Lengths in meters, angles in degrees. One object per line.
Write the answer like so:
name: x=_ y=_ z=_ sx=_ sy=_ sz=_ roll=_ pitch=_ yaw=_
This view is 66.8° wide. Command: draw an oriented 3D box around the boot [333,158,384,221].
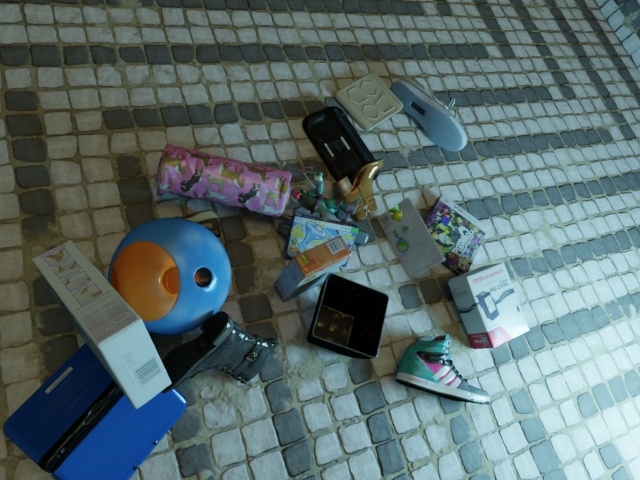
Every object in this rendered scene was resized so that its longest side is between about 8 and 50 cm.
boot: x=0.155 y=-0.170 z=1.608 sx=0.197 sy=0.073 sz=0.152 roll=-32 pitch=101 yaw=-4

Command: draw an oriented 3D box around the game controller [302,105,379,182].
game controller: x=0.071 y=-0.326 z=1.692 sx=0.166 sy=0.067 sz=0.319 roll=-28 pitch=78 yaw=-14

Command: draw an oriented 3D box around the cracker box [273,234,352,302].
cracker box: x=-0.028 y=0.083 z=1.357 sx=0.156 sy=0.232 sz=0.067 roll=-24 pitch=76 yaw=-28

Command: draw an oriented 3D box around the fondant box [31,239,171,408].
fondant box: x=-0.480 y=0.179 z=1.066 sx=0.330 sy=0.238 sz=0.096 roll=33 pitch=54 yaw=32

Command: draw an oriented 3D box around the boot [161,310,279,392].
boot: x=-0.245 y=0.310 z=1.206 sx=0.263 sy=0.229 sz=0.091 roll=-42 pitch=46 yaw=-3

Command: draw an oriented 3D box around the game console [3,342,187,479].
game console: x=-0.518 y=0.410 z=1.143 sx=0.250 sy=0.173 sz=0.293 roll=22 pitch=54 yaw=26

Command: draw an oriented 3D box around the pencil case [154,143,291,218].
pencil case: x=-0.282 y=-0.170 z=1.416 sx=0.386 sy=0.167 sz=0.160 roll=11 pitch=42 yaw=-16

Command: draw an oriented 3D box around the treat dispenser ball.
treat dispenser ball: x=-0.366 y=0.086 z=1.197 sx=0.288 sy=0.288 sz=0.288 roll=8 pitch=64 yaw=-17

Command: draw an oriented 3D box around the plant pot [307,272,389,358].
plant pot: x=0.057 y=0.229 z=1.361 sx=0.188 sy=0.167 sz=0.187 roll=22 pitch=60 yaw=-11

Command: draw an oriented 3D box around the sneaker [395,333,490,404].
sneaker: x=0.377 y=0.373 z=1.446 sx=0.296 sy=0.124 sz=0.178 roll=20 pitch=71 yaw=-10

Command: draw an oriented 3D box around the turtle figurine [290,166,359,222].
turtle figurine: x=-0.005 y=-0.137 z=1.516 sx=0.234 sy=0.175 sz=0.118 roll=25 pitch=83 yaw=-8

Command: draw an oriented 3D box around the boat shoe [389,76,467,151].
boat shoe: x=0.442 y=-0.502 z=1.873 sx=0.367 sy=0.136 sz=0.156 roll=44 pitch=56 yaw=14

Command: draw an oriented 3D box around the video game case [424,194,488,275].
video game case: x=0.459 y=-0.020 z=1.697 sx=0.210 sy=0.042 sz=0.232 roll=36 pitch=60 yaw=0

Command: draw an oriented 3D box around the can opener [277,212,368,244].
can opener: x=0.007 y=-0.022 z=1.527 sx=0.283 sy=0.076 sz=0.095 roll=17 pitch=94 yaw=-13

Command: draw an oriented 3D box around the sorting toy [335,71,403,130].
sorting toy: x=0.183 y=-0.524 z=1.833 sx=0.208 sy=0.038 sz=0.193 roll=-38 pitch=84 yaw=-26

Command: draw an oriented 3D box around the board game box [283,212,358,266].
board game box: x=0.000 y=0.000 z=1.471 sx=0.201 sy=0.136 sz=0.035 roll=10 pitch=22 yaw=-16

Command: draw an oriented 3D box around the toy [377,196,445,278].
toy: x=0.302 y=-0.010 z=1.602 sx=0.056 sy=0.137 sz=0.237 roll=-12 pitch=70 yaw=-58

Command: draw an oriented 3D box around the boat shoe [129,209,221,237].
boat shoe: x=-0.396 y=-0.012 z=1.346 sx=0.257 sy=0.095 sz=0.095 roll=-19 pitch=80 yaw=-27

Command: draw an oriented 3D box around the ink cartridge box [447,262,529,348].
ink cartridge box: x=0.542 y=0.209 z=1.569 sx=0.172 sy=0.100 sz=0.237 roll=-17 pitch=84 yaw=-26
